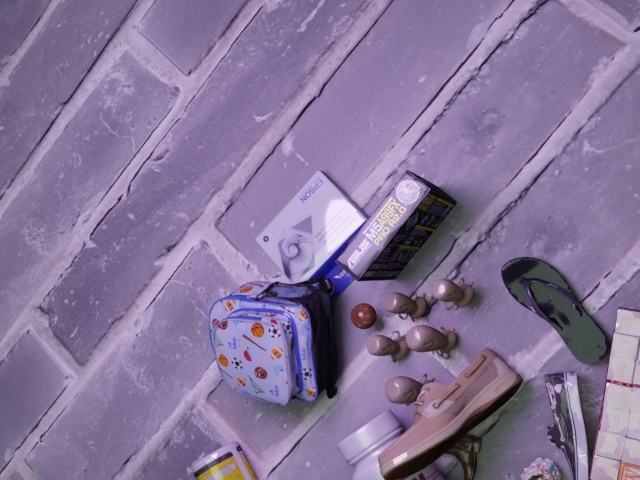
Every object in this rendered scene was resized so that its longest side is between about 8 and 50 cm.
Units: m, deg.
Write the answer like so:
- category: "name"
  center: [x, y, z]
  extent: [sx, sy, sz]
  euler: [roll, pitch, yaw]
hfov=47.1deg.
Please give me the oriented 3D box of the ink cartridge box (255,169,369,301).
- category: "ink cartridge box"
  center: [0.000, 0.000, 1.610]
  extent: [0.223, 0.045, 0.224]
  euler: [-47, 72, 13]

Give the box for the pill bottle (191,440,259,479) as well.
- category: "pill bottle"
  center: [-0.185, 0.560, 1.610]
  extent: [0.119, 0.119, 0.208]
  euler: [-36, 75, 16]

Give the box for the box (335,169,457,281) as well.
- category: "box"
  center: [0.155, -0.021, 1.431]
  extent: [0.060, 0.270, 0.216]
  euler: [41, 102, 17]

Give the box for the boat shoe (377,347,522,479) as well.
- category: "boat shoe"
  center: [0.231, 0.331, 1.405]
  extent: [0.341, 0.121, 0.110]
  euler: [-29, 61, -25]

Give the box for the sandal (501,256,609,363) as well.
- category: "sandal"
  center: [0.457, 0.126, 1.419]
  extent: [0.254, 0.054, 0.097]
  euler: [46, 103, 17]

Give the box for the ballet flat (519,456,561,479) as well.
- category: "ballet flat"
  center: [0.381, 0.526, 1.415]
  extent: [0.091, 0.077, 0.241]
  euler: [28, 98, 20]

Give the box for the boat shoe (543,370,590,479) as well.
- category: "boat shoe"
  center: [0.468, 0.361, 1.395]
  extent: [0.070, 0.078, 0.219]
  euler: [-9, 76, 20]

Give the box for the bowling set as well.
- category: "bowling set"
  center: [0.178, 0.173, 1.499]
  extent: [0.200, 0.154, 0.287]
  euler: [32, 100, 39]

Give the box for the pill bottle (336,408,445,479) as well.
- category: "pill bottle"
  center: [0.164, 0.491, 1.456]
  extent: [0.160, 0.160, 0.283]
  euler: [-39, 74, 15]

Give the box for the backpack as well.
- category: "backpack"
  center: [-0.110, 0.211, 1.548]
  extent: [0.263, 0.213, 0.276]
  euler: [8, 107, 36]

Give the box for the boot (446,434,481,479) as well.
- category: "boot"
  center: [0.260, 0.436, 1.488]
  extent: [0.114, 0.037, 0.106]
  euler: [11, 78, 18]

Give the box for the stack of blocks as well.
- category: "stack of blocks"
  center: [0.553, 0.273, 1.312]
  extent: [0.087, 0.171, 0.297]
  euler: [10, 90, 21]
